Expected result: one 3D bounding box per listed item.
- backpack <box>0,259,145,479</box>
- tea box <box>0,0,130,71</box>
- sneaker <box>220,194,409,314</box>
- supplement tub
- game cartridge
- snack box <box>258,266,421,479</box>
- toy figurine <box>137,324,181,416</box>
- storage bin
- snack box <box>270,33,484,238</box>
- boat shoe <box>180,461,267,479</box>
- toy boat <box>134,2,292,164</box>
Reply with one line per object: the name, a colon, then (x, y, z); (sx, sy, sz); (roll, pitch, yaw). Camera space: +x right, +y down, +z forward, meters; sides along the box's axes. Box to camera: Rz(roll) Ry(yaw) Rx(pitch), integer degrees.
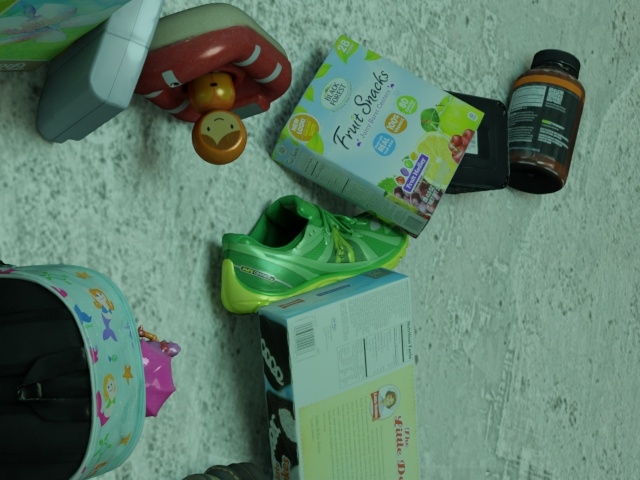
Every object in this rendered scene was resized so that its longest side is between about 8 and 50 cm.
backpack: (-0.282, 0.128, 1.359); (0.191, 0.253, 0.225); (-8, 91, -62)
tea box: (-0.323, -0.306, 1.283); (0.329, 0.323, 0.220); (-5, 76, -45)
sneaker: (0.000, 0.000, 1.760); (0.295, 0.109, 0.123); (-21, 105, -44)
supplement tub: (0.318, -0.172, 2.104); (0.106, 0.106, 0.198); (34, 63, -38)
game cartridge: (-0.207, -0.258, 1.507); (0.062, 0.198, 0.297); (19, 71, -20)
snack box: (0.028, 0.210, 1.727); (0.187, 0.060, 0.322); (-17, 111, -36)
toy figurine: (-0.202, 0.133, 1.506); (0.173, 0.159, 0.130); (-37, 112, -42)
storage bin: (0.165, -0.129, 1.959); (0.180, 0.084, 0.122); (4, 84, -45)
snack box: (0.070, -0.128, 1.799); (0.207, 0.070, 0.174); (28, 60, 1)
boat shoe: (-0.058, 0.413, 1.649); (0.130, 0.132, 0.355); (-24, 105, -44)
toy boat: (-0.117, -0.154, 1.579); (0.231, 0.151, 0.151); (29, 46, -67)
